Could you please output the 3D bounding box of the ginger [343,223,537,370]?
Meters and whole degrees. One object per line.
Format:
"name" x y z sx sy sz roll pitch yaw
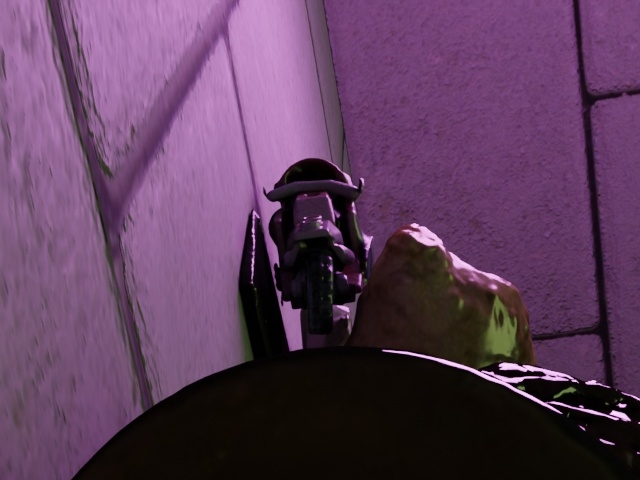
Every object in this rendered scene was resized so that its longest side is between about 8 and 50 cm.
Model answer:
"ginger" 0.058 0.124 0.953 0.221 0.130 0.275 11 86 -51

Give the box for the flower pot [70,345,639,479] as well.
"flower pot" 0.039 0.154 0.419 0.267 0.267 0.266 45 35 -63

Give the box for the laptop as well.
"laptop" -0.033 0.087 1.004 0.135 0.016 0.197 -91 172 -64

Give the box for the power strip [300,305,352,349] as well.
"power strip" 0.013 0.156 1.168 0.270 0.046 0.117 83 4 -62

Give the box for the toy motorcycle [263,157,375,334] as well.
"toy motorcycle" 0.001 0.000 1.027 0.213 0.082 0.122 -88 169 -82
